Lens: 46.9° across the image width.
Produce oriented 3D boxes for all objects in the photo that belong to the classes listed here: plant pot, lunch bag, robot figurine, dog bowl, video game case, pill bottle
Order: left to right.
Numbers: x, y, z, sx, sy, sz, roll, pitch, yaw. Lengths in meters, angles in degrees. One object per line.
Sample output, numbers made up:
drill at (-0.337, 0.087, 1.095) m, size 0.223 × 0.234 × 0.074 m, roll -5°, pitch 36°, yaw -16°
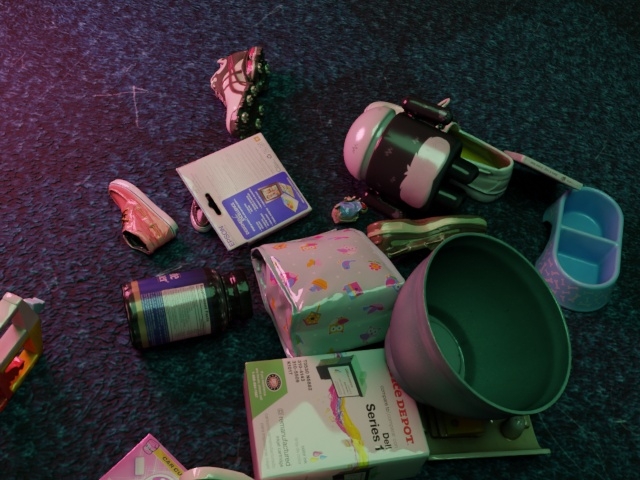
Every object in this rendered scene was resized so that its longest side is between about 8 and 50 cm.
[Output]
pill bottle at (-0.237, 0.116, 1.326) m, size 0.219 × 0.123 × 0.123 m, roll -10°, pitch 57°, yaw -15°
lunch bag at (0.006, 0.079, 1.359) m, size 0.223 × 0.160 × 0.262 m, roll -13°, pitch 37°, yaw -16°
robot figurine at (0.184, -0.166, 1.527) m, size 0.278 × 0.173 × 0.209 m, roll 27°, pitch 71°, yaw 12°
plant pot at (0.227, 0.161, 1.193) m, size 0.293 × 0.196 × 0.293 m, roll 16°, pitch 56°, yaw -25°
video game case at (0.478, -0.154, 1.601) m, size 0.143 × 0.157 × 0.019 m, roll 25°, pitch 99°, yaw -5°
dog bowl at (0.549, 0.007, 1.543) m, size 0.166 × 0.074 × 0.297 m, roll 18°, pitch 54°, yaw 5°

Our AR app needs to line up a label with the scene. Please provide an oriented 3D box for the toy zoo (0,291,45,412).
toy zoo at (-0.528, 0.212, 1.175) m, size 0.030 × 0.192 × 0.293 m, roll 22°, pitch 55°, yaw 7°

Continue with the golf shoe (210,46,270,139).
golf shoe at (-0.190, -0.326, 1.673) m, size 0.120 × 0.105 × 0.273 m, roll -3°, pitch 49°, yaw 11°

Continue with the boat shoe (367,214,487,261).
boat shoe at (0.221, 0.006, 1.501) m, size 0.257 × 0.095 × 0.095 m, roll -5°, pitch 79°, yaw -12°

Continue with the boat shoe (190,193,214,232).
boat shoe at (-0.241, -0.083, 1.514) m, size 0.049 × 0.040 × 0.142 m, roll 2°, pitch 55°, yaw -7°

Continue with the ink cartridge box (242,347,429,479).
ink cartridge box at (0.020, 0.301, 1.235) m, size 0.278 × 0.117 × 0.201 m, roll -4°, pitch 56°, yaw -12°

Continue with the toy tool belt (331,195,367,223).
toy tool belt at (0.064, -0.067, 1.540) m, size 0.083 × 0.051 × 0.052 m, roll -16°, pitch 59°, yaw -19°

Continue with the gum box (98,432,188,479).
gum box at (-0.243, 0.411, 1.154) m, size 0.188 × 0.062 × 0.107 m, roll 38°, pitch 59°, yaw 18°

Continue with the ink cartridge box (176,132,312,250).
ink cartridge box at (-0.158, -0.097, 1.507) m, size 0.208 × 0.045 × 0.206 m, roll -28°, pitch 77°, yaw -27°

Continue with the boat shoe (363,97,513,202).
boat shoe at (0.260, -0.232, 1.618) m, size 0.367 × 0.156 × 0.136 m, roll 36°, pitch 58°, yaw 16°

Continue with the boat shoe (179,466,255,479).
boat shoe at (-0.067, 0.419, 1.102) m, size 0.305 × 0.109 × 0.091 m, roll 16°, pitch 41°, yaw -16°

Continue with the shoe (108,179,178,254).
shoe at (-0.371, -0.047, 1.456) m, size 0.178 × 0.063 × 0.081 m, roll 37°, pitch 53°, yaw 12°

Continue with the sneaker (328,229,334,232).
sneaker at (0.000, 0.000, 1.496) m, size 0.037 × 0.032 × 0.083 m, roll 36°, pitch 57°, yaw 16°

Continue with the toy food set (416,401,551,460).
toy food set at (0.268, 0.243, 1.326) m, size 0.220 × 0.092 × 0.306 m, roll -1°, pitch 55°, yaw -9°
